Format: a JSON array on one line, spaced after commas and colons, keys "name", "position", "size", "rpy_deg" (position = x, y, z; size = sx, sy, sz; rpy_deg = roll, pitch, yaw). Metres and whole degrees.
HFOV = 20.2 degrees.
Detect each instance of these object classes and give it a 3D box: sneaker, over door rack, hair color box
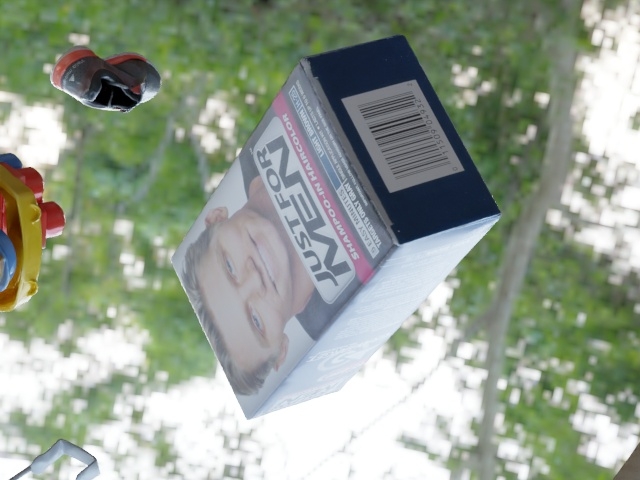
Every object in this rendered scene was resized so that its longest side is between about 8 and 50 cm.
[{"name": "sneaker", "position": [-0.193, -0.141, 1.707], "size": [0.065, 0.061, 0.158], "rpy_deg": [42, -161, 21]}, {"name": "over door rack", "position": [-0.369, 0.346, 1.797], "size": [0.324, 0.239, 0.108], "rpy_deg": [-25, -136, -22]}, {"name": "hair color box", "position": [0.000, 0.000, 1.488], "size": [0.105, 0.347, 0.174], "rpy_deg": [-16, -110, -29]}]

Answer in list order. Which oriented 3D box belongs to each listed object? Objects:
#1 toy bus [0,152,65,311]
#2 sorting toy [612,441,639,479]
[{"name": "toy bus", "position": [-0.258, -0.003, 1.199], "size": [0.211, 0.149, 0.220], "rpy_deg": [-9, -151, -34]}, {"name": "sorting toy", "position": [0.200, 0.248, 1.207], "size": [0.089, 0.255, 0.257], "rpy_deg": [34, 164, 16]}]
